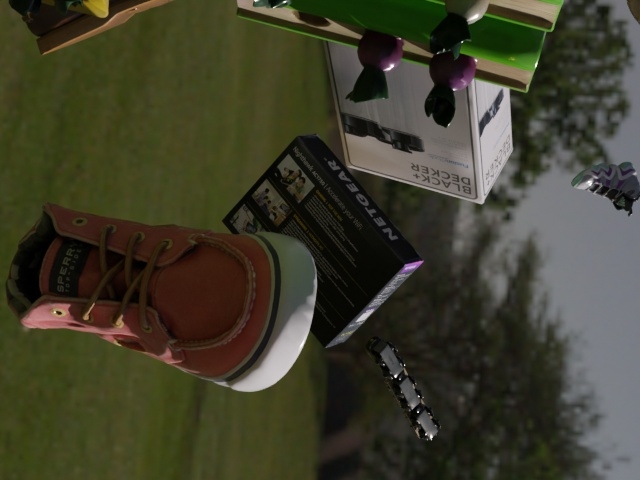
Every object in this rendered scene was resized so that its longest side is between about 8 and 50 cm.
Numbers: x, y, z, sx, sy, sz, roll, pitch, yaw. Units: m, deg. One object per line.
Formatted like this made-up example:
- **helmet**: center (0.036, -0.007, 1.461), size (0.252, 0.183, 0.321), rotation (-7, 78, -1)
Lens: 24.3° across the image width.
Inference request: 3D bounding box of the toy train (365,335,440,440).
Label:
- **toy train**: center (0.080, 0.146, 1.453), size (0.036, 0.027, 0.158), rotation (31, -21, 44)

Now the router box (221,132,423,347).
- **router box**: center (0.000, 0.000, 1.522), size (0.133, 0.179, 0.046), rotation (-47, 164, 26)

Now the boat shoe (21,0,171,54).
- **boat shoe**: center (-0.126, -0.204, 1.086), size (0.073, 0.207, 0.073), rotation (-78, 147, -83)

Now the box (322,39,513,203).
- **box**: center (0.099, -0.176, 1.503), size (0.087, 0.169, 0.290), rotation (-60, 156, -30)

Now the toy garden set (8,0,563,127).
- **toy garden set**: center (-0.028, -0.096, 0.417), size (0.244, 0.203, 0.049), rotation (80, 26, -79)

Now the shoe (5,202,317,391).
- **shoe**: center (-0.072, 0.021, 0.608), size (0.178, 0.081, 0.063), rotation (-1, -103, 64)

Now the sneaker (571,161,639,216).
- **sneaker**: center (0.351, -0.057, 1.782), size (0.069, 0.098, 0.038), rotation (67, -32, 21)

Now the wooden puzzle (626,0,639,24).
- **wooden puzzle**: center (0.343, -0.187, 1.092), size (0.238, 0.221, 0.044), rotation (41, 3, -43)
